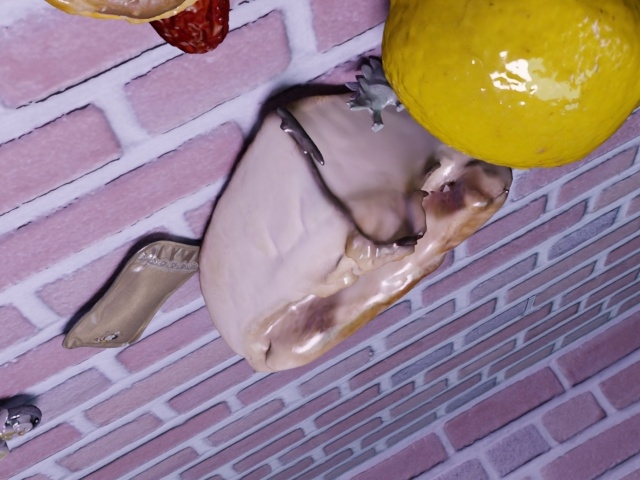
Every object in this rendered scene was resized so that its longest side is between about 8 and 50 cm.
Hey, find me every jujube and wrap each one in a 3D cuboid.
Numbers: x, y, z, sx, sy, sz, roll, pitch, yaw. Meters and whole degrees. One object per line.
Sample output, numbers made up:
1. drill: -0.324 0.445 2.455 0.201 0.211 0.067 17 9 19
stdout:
1. jujube: -0.116 -0.211 0.687 0.077 0.077 0.129 -27 162 -9

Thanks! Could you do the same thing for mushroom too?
1. mushroom: 0.020 -0.003 1.041 0.314 0.224 0.397 -25 160 -43

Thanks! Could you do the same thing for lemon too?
1. lemon: 0.204 -0.195 0.810 0.310 0.253 0.253 24 126 -21

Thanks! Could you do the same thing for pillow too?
1. pillow: -0.244 0.075 1.048 0.217 0.033 0.130 -44 152 20

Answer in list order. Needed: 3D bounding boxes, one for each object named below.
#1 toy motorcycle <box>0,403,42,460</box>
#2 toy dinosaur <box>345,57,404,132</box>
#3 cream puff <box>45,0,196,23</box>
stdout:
1. toy motorcycle: -0.503 0.287 1.090 0.225 0.073 0.152 -36 150 6
2. toy dinosaur: 0.089 -0.179 0.925 0.209 0.082 0.039 -22 157 -46
3. cream puff: -0.141 -0.244 0.546 0.189 0.129 0.189 -23 140 -22
